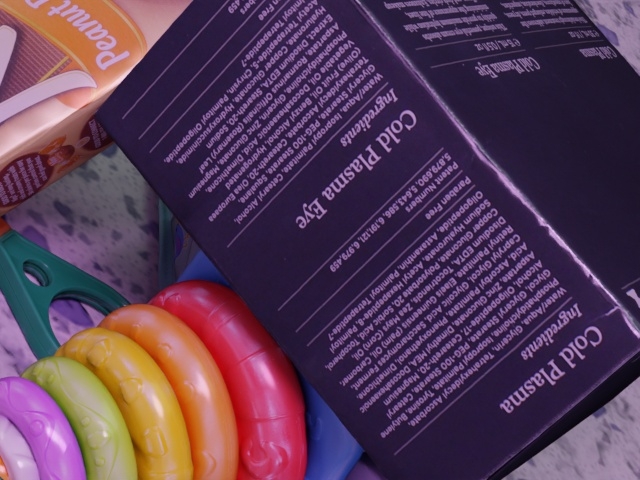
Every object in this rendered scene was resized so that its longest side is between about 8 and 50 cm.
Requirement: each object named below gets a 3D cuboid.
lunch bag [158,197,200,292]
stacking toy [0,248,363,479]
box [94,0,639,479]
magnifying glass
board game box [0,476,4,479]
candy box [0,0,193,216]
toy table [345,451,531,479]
[{"bbox_3d":[0.000,0.000,1.354,0.223,0.160,0.262,27,27,-27],"label":"lunch bag"},{"bbox_3d":[-0.141,0.122,1.071,0.302,0.166,0.175,-16,64,-39],"label":"stacking toy"},{"bbox_3d":[0.090,-0.034,1.151,0.312,0.179,0.343,50,26,12],"label":"box"},{"bbox_3d":[-0.198,0.019,1.229,0.231,0.026,0.092,47,31,-1],"label":"magnifying glass"},{"bbox_3d":[-0.207,0.174,0.953,0.260,0.030,0.136,44,74,-3],"label":"board game box"},{"bbox_3d":[-0.198,-0.131,1.154,0.183,0.316,0.087,53,-12,14],"label":"candy box"},{"bbox_3d":[0.102,0.252,1.116,0.161,0.252,0.274,3,61,-27],"label":"toy table"}]
